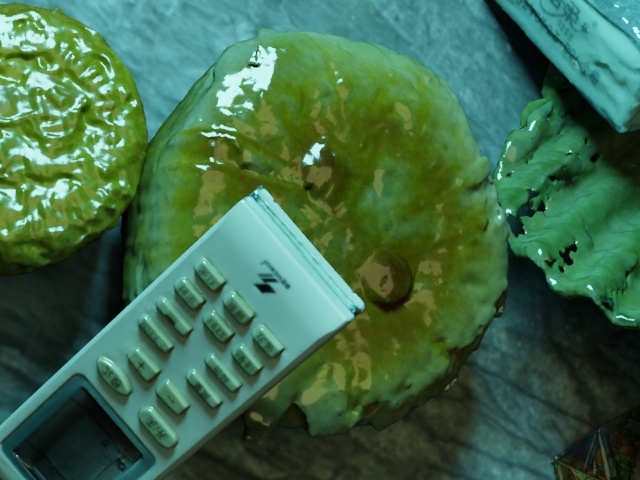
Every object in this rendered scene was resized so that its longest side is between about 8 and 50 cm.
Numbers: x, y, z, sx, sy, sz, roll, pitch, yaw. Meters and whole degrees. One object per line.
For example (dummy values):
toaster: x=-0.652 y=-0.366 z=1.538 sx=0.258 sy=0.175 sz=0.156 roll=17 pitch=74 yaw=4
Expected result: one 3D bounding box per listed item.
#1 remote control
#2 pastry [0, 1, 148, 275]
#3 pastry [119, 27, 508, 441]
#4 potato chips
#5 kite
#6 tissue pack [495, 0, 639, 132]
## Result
remote control: x=-0.106 y=0.093 z=0.852 sx=0.103 sy=0.277 sz=0.055 roll=49 pitch=22 yaw=1
pastry: x=-0.214 y=-0.067 z=0.892 sx=0.189 sy=0.103 sz=0.188 roll=5 pitch=76 yaw=-19
pastry: x=0.000 y=0.000 z=0.984 sx=0.330 sy=0.136 sz=0.329 roll=3 pitch=83 yaw=-27
potato chips: x=0.333 y=-0.018 z=1.123 sx=0.373 sy=0.097 sz=0.389 roll=32 pitch=49 yaw=-12
kite: x=0.272 y=0.224 z=1.167 sx=0.160 sy=0.010 sz=0.183 roll=25 pitch=72 yaw=-23
tissue pack: x=0.327 y=-0.230 z=1.160 sx=0.316 sy=0.103 sz=0.228 roll=-16 pitch=55 yaw=-29
